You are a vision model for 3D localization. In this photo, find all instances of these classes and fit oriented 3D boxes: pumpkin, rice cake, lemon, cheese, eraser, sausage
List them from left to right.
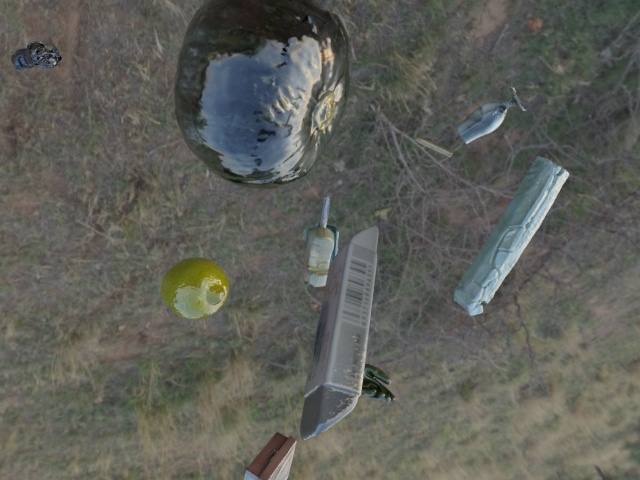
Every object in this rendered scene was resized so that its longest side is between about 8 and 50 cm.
[{"bbox_3d":[-0.371,0.138,1.345,0.248,0.184,0.184,5,165,44],"label":"lemon"},{"bbox_3d":[-0.126,-0.339,1.029,0.344,0.454,0.454,22,145,16],"label":"pumpkin"},{"bbox_3d":[0.000,0.000,1.432,0.082,0.286,0.163,8,-179,-8],"label":"cheese"},{"bbox_3d":[0.034,0.123,0.703,0.061,0.352,0.089,21,144,-12],"label":"eraser"},{"bbox_3d":[0.375,-0.312,1.526,0.024,0.132,0.024,-56,167,-19],"label":"sausage"},{"bbox_3d":[0.371,-0.002,0.915,0.063,0.066,0.336,14,109,-32],"label":"rice cake"}]

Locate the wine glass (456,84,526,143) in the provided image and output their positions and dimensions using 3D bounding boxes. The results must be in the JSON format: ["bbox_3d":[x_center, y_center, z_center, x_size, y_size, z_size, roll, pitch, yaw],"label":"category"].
[{"bbox_3d":[0.589,-0.433,1.608,0.222,0.103,0.103,-32,143,30],"label":"wine glass"}]

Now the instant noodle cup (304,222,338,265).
[{"bbox_3d":[-0.004,0.027,1.750,0.070,0.157,0.179,-2,101,-32],"label":"instant noodle cup"}]

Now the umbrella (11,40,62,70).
[{"bbox_3d":[-0.791,-0.506,1.267,0.080,0.224,0.071,-19,115,-46],"label":"umbrella"}]

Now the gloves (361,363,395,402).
[{"bbox_3d":[0.171,0.536,1.773,0.135,0.268,0.107,-46,147,-17],"label":"gloves"}]

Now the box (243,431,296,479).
[{"bbox_3d":[-0.185,0.819,1.608,0.215,0.086,0.215,-35,142,-58],"label":"box"}]
